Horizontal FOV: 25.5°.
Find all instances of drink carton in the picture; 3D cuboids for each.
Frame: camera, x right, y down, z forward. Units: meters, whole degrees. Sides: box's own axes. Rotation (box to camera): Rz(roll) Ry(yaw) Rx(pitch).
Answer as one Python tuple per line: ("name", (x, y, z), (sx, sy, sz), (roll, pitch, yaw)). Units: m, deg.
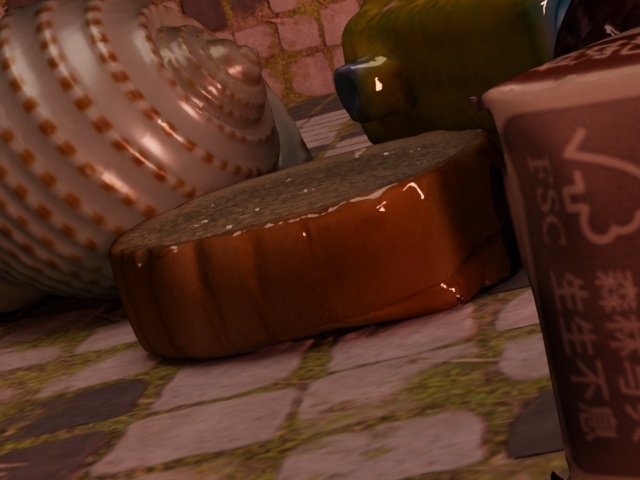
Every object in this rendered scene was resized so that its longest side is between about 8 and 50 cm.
("drink carton", (0.228, -0.022, 0.357), (0.324, 0.132, 0.194), (-5, 14, 40))

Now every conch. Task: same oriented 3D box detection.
("conch", (-0.160, -0.064, 1.012), (0.319, 0.215, 0.303), (-9, 0, 29))

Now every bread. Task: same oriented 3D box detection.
("bread", (0.000, 0.000, 0.775), (0.236, 0.070, 0.236), (-15, 9, 3))

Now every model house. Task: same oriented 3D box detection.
("model house", (0.173, -0.145, 0.984), (0.303, 0.215, 0.237), (-25, 13, -28))

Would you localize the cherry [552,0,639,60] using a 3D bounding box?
("cherry", (0.202, -0.085, 0.632), (0.195, 0.195, 0.195), (-14, 9, 2))
